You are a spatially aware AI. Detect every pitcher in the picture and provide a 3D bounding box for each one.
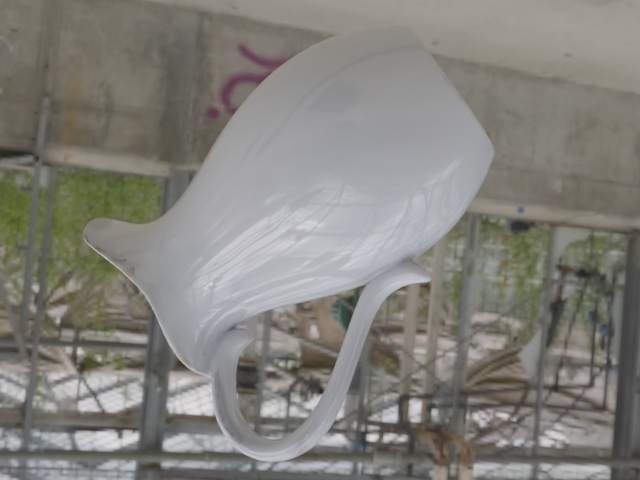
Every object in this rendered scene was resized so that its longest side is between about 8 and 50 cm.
[{"bbox_3d":[0.000,0.000,0.491,0.207,0.177,0.125,-36,165,9],"label":"pitcher"}]
